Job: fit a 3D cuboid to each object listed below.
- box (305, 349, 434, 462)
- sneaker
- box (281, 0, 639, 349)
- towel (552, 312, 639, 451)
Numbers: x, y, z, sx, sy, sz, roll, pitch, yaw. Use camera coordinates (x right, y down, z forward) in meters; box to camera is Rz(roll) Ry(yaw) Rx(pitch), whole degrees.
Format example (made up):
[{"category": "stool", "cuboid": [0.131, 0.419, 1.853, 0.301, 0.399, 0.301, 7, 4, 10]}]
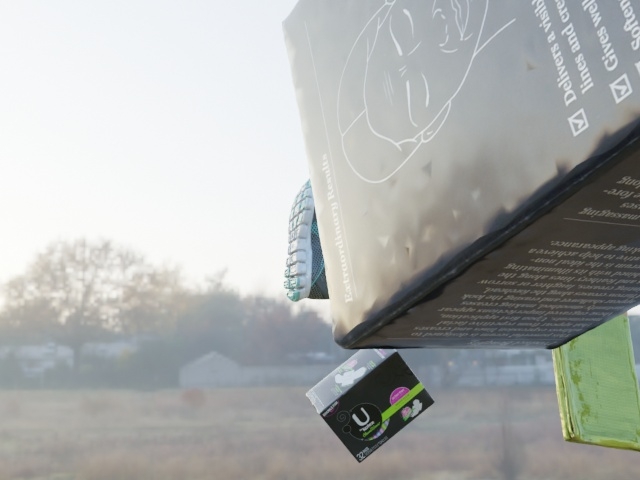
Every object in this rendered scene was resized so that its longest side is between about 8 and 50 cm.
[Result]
[{"category": "box", "cuboid": [0.042, 0.134, 0.829, 0.083, 0.062, 0.052, -39, 18, -4]}, {"category": "sneaker", "cuboid": [0.000, 0.000, 1.222, 0.076, 0.166, 0.065, 11, -14, -22]}, {"category": "box", "cuboid": [0.166, -0.127, 0.645, 0.212, 0.293, 0.395, 4, -27, -29]}, {"category": "towel", "cuboid": [0.288, 0.100, 1.024, 0.102, 0.237, 0.021, 11, -29, -19]}]
